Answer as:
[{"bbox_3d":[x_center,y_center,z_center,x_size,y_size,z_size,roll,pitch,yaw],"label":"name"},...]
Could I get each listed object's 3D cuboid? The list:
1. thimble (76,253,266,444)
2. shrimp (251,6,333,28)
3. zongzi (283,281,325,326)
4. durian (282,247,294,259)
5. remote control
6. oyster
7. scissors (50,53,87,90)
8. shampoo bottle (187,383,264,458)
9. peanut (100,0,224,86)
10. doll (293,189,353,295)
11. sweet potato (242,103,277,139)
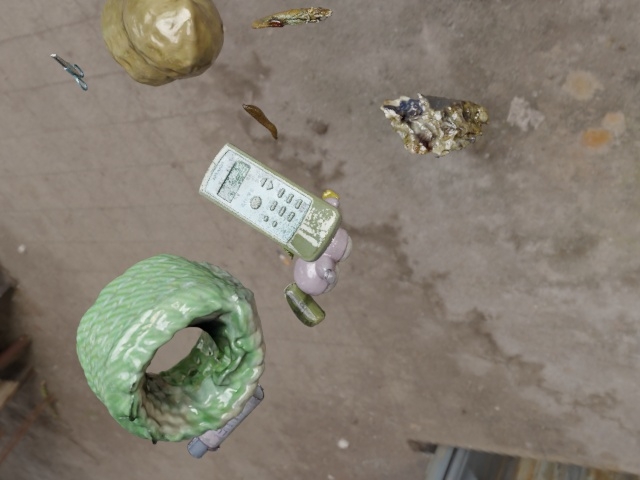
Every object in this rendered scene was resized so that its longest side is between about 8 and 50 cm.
[{"bbox_3d":[-0.173,0.130,0.938,0.150,0.219,0.219,31,153,47],"label":"thimble"},{"bbox_3d":[-0.064,-0.475,1.648,0.178,0.124,0.034,-4,111,8],"label":"shrimp"},{"bbox_3d":[-0.041,0.143,1.674,0.104,0.052,0.113,52,167,4],"label":"zongzi"},{"bbox_3d":[-0.119,-0.055,1.731,0.215,0.086,0.100,50,139,19],"label":"durian"},{"bbox_3d":[-0.080,-0.060,1.224,0.233,0.098,0.038,32,-176,15],"label":"remote control"},{"bbox_3d":[0.157,-0.158,0.994,0.103,0.148,0.051,55,138,26],"label":"oyster"},{"bbox_3d":[-0.494,-0.338,1.516,0.014,0.058,0.119,-22,162,7],"label":"scissors"},{"bbox_3d":[-0.210,0.389,1.674,0.072,0.072,0.214,39,107,-10],"label":"shampoo bottle"},{"bbox_3d":[-0.280,-0.365,1.339,0.169,0.192,0.387,8,-170,-28],"label":"peanut"},{"bbox_3d":[-0.001,0.000,1.678,0.094,0.365,0.160,29,110,-20],"label":"doll"},{"bbox_3d":[-0.123,-0.257,1.637,0.026,0.026,0.115,-12,139,42],"label":"sweet potato"}]
